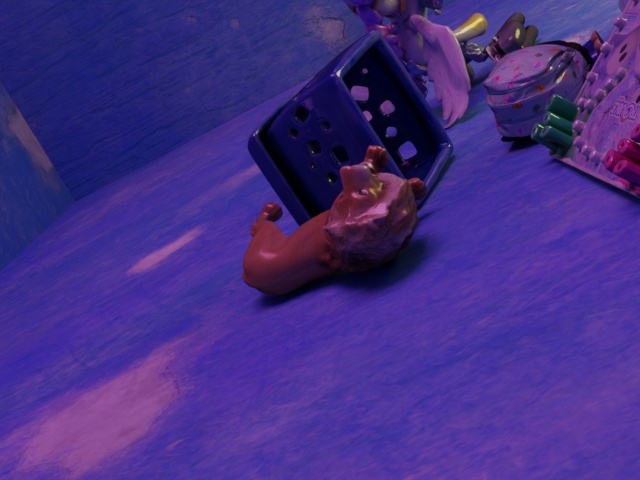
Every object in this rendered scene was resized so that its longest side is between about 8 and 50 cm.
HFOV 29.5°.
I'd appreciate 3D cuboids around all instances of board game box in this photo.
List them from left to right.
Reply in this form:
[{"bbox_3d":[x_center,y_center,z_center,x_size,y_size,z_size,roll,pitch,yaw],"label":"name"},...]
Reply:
[{"bbox_3d":[0.396,-0.255,1.414,0.390,0.050,0.390,-62,10,8],"label":"board game box"}]

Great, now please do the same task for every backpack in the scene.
[{"bbox_3d":[0.312,-0.221,1.785,0.152,0.115,0.182,-15,22,39],"label":"backpack"}]

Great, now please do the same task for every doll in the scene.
[{"bbox_3d":[0.374,-0.266,1.961,0.189,0.046,0.129,-32,21,20],"label":"doll"}]

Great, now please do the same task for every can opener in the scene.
[{"bbox_3d":[0.376,-0.384,2.302,0.095,0.076,0.283,-45,4,31],"label":"can opener"}]

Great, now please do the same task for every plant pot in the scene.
[{"bbox_3d":[0.038,-0.147,1.855,0.212,0.236,0.236,-29,13,30],"label":"plant pot"}]

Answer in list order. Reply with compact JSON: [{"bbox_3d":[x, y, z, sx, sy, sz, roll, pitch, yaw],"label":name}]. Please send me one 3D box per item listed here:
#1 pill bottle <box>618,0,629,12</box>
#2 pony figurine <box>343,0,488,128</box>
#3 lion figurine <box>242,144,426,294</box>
[{"bbox_3d":[0.572,-0.437,2.134,0.116,0.065,0.065,-39,16,-35],"label":"pill bottle"},{"bbox_3d":[0.169,-0.366,2.254,0.303,0.350,0.363,-14,2,39],"label":"pony figurine"},{"bbox_3d":[0.000,0.000,1.654,0.392,0.142,0.240,-37,13,42],"label":"lion figurine"}]
